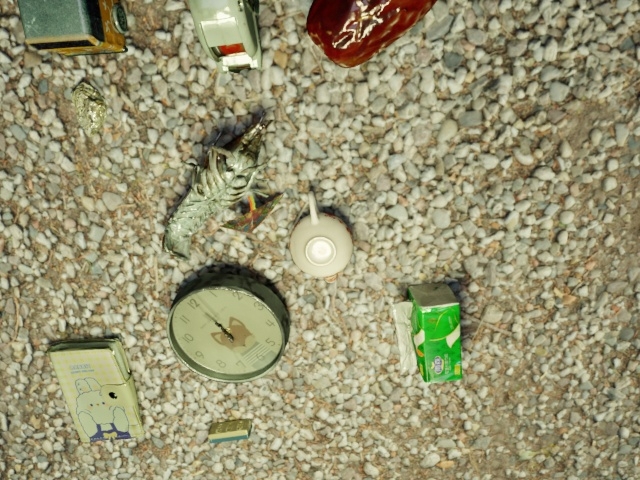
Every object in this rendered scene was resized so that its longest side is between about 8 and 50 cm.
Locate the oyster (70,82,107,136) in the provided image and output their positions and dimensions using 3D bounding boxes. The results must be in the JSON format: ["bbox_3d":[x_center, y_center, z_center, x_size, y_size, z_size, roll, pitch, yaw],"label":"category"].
[{"bbox_3d":[-0.558,-0.313,1.163,0.100,0.037,0.098,42,104,-10],"label":"oyster"}]

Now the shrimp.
[{"bbox_3d":[-0.245,-0.123,1.155,0.410,0.166,0.221,-39,135,25],"label":"shrimp"}]

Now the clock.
[{"bbox_3d":[-0.241,0.237,1.281,0.324,0.067,0.325,2,118,3],"label":"clock"}]

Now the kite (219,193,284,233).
[{"bbox_3d":[-0.166,-0.063,1.190,0.189,0.159,0.010,-30,68,-27],"label":"kite"}]

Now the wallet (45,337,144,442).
[{"bbox_3d":[-0.624,0.425,1.376,0.223,0.077,0.310,-7,109,8],"label":"wallet"}]

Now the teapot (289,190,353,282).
[{"bbox_3d":[0.000,0.000,1.210,0.159,0.116,0.246,-2,102,15],"label":"teapot"}]

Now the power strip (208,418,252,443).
[{"bbox_3d":[-0.261,0.548,1.407,0.123,0.056,0.032,-10,105,6],"label":"power strip"}]

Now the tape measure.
[{"bbox_3d":[-0.187,-0.485,0.999,0.125,0.246,0.243,-8,100,1],"label":"tape measure"}]

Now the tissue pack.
[{"bbox_3d":[0.263,0.232,1.237,0.156,0.148,0.209,-7,107,3],"label":"tissue pack"}]

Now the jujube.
[{"bbox_3d":[0.114,-0.506,0.984,0.223,0.223,0.318,42,113,-10],"label":"jujube"}]

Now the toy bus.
[{"bbox_3d":[-0.524,-0.558,1.004,0.161,0.194,0.324,-2,107,4],"label":"toy bus"}]

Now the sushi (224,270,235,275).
[{"bbox_3d":[-0.230,0.124,1.280,0.046,0.044,0.083,-40,100,12],"label":"sushi"}]
